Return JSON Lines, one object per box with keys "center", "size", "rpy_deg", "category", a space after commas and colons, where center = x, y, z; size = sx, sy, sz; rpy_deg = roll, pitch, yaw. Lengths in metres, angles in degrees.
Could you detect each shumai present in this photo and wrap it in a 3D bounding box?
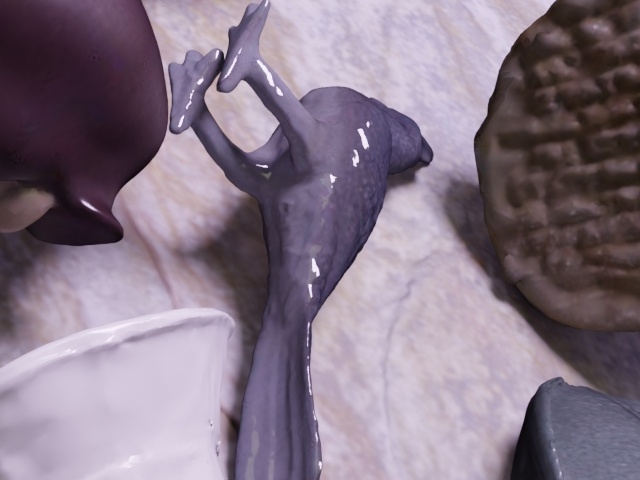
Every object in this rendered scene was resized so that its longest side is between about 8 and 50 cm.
{"center": [0.297, -0.073, 0.886], "size": [0.262, 0.314, 0.267], "rpy_deg": [-3, 64, -52], "category": "shumai"}

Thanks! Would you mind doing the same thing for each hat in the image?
{"center": [-0.102, 0.124, 0.547], "size": [0.203, 0.203, 0.126], "rpy_deg": [-19, 75, -41], "category": "hat"}

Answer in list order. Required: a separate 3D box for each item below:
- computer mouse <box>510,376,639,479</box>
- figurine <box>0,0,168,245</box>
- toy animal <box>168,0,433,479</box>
{"center": [0.209, 0.206, 0.662], "size": [0.203, 0.114, 0.374], "rpy_deg": [11, 43, -19], "category": "computer mouse"}
{"center": [-0.223, -0.029, 0.650], "size": [0.218, 0.206, 0.365], "rpy_deg": [19, 63, 22], "category": "figurine"}
{"center": [-0.013, -0.037, 0.762], "size": [0.206, 0.081, 0.367], "rpy_deg": [57, 33, -24], "category": "toy animal"}
